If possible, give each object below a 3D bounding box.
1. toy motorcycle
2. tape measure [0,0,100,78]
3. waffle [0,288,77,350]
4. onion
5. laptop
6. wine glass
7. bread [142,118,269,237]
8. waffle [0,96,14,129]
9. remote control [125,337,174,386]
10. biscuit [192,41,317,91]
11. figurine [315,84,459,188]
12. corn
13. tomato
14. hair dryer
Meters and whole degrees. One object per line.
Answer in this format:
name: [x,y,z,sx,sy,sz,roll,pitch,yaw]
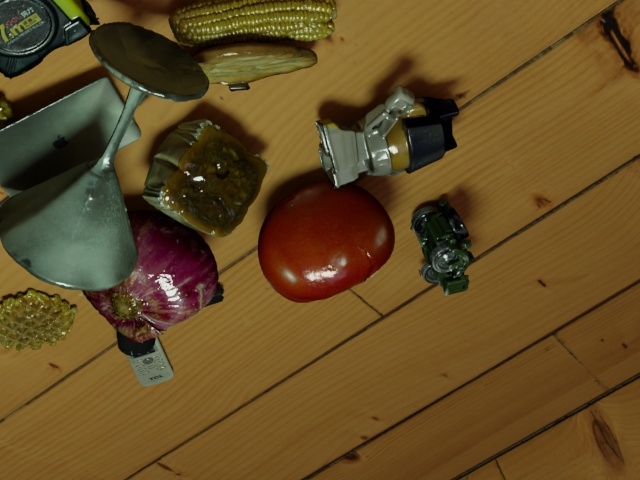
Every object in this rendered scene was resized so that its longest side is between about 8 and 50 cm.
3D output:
toy motorcycle: [0.290,0.030,2.206,0.127,0.205,0.275,-21,134,-2]
tape measure: [-0.471,-0.367,1.515,0.199,0.112,0.186,-31,146,3]
waffle: [-0.624,0.176,2.102,0.191,0.038,0.191,-12,140,-11]
onion: [-0.334,0.050,1.926,0.256,0.272,0.230,32,126,-29]
laptop: [-0.469,-0.179,1.744,0.269,0.015,0.187,-29,150,-5]
wine glass: [-0.357,-0.142,1.642,0.267,0.267,0.406,12,127,-33]
bread: [-0.214,-0.116,1.844,0.210,0.110,0.192,37,78,-44]
waffle: [-0.658,-0.201,1.659,0.253,0.056,0.249,-22,140,-2]
remote control: [-0.411,0.285,2.319,0.088,0.029,0.190,-16,140,-5]
biscuit: [-0.126,-0.312,1.713,0.260,0.041,0.203,-9,172,-23]
figurine: [0.139,-0.199,1.931,0.309,0.143,0.308,-13,173,-2]
corn: [-0.114,-0.381,1.666,0.292,0.101,0.101,-7,138,-10]
tomato: [0.000,0.000,2.012,0.299,0.226,0.298,-29,-177,1]
hair dryer: [-0.337,0.142,2.170,0.251,0.089,0.197,-16,138,-20]
